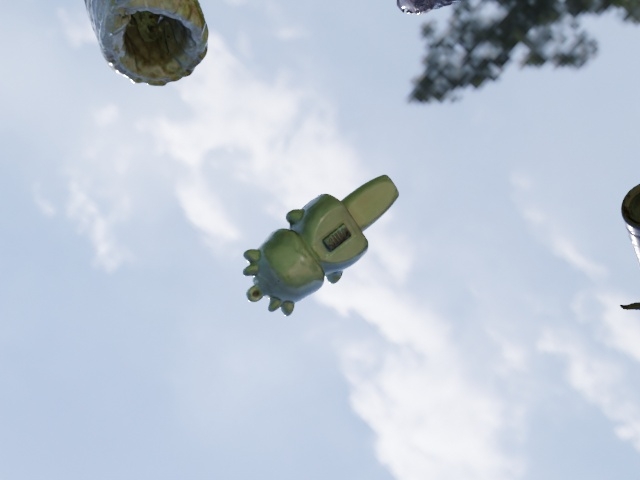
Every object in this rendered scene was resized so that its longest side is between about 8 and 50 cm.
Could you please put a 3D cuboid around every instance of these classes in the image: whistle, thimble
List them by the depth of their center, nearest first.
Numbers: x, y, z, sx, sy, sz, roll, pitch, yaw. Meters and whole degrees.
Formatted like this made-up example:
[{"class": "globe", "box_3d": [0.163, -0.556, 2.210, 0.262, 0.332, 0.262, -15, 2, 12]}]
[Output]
[{"class": "thimble", "box_3d": [-0.225, -0.294, 1.703, 0.190, 0.137, 0.143, 51, -164, -60]}, {"class": "whistle", "box_3d": [0.000, 0.000, 1.723, 0.244, 0.092, 0.110, -40, -78, -20]}]

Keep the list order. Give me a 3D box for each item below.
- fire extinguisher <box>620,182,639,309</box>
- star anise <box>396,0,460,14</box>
[{"class": "fire extinguisher", "box_3d": [0.417, 0.025, 1.700, 0.106, 0.075, 0.252, 16, 153, 34]}, {"class": "star anise", "box_3d": [0.116, -0.311, 1.250, 0.237, 0.346, 0.148, -9, -94, -12]}]
